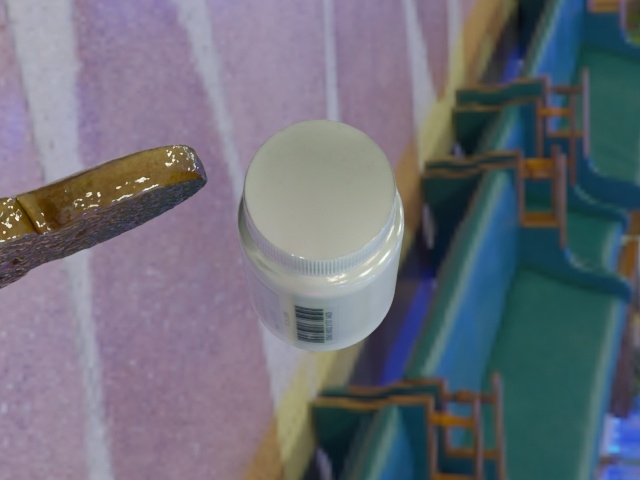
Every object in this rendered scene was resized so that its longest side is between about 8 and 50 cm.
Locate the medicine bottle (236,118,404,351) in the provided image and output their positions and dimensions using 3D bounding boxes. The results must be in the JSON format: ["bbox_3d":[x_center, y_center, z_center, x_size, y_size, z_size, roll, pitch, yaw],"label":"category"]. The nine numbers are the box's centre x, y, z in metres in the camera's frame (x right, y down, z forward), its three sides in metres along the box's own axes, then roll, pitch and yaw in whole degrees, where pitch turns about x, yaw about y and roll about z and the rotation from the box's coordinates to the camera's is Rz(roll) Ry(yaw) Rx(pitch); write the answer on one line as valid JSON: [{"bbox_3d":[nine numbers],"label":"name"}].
[{"bbox_3d":[0.000,0.000,0.924,0.186,0.103,0.102,87,9,-71],"label":"medicine bottle"}]

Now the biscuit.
[{"bbox_3d":[-0.178,-0.003,0.868,0.039,0.236,0.180,67,-18,6],"label":"biscuit"}]
